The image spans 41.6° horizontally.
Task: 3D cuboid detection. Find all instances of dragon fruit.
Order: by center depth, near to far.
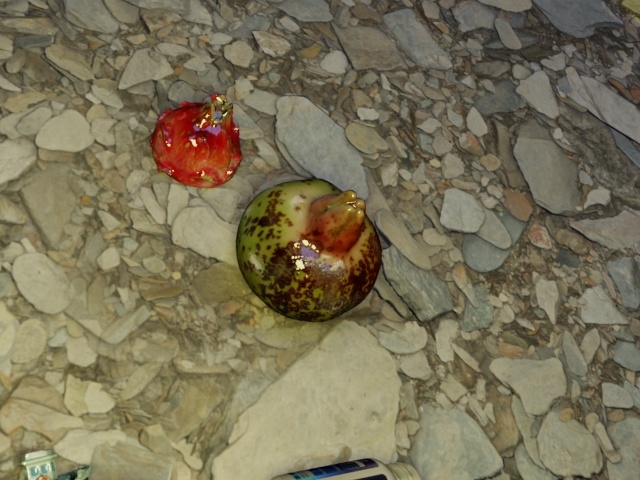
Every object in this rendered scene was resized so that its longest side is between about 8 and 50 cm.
[{"bbox_3d":[-0.182,-0.166,1.289,0.153,0.111,0.153,11,53,-15],"label":"dragon fruit"}]

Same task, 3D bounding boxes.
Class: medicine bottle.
[{"bbox_3d":[0.033,0.335,1.062,0.191,0.107,0.107,-3,60,-28],"label":"medicine bottle"}]

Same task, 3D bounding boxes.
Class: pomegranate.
[{"bbox_3d":[0.000,0.000,1.180,0.214,0.248,0.214,14,59,-24],"label":"pomegranate"}]

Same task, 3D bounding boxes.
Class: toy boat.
[{"bbox_3d":[-0.329,0.273,0.951,0.140,0.059,0.066,-5,79,-32],"label":"toy boat"}]
